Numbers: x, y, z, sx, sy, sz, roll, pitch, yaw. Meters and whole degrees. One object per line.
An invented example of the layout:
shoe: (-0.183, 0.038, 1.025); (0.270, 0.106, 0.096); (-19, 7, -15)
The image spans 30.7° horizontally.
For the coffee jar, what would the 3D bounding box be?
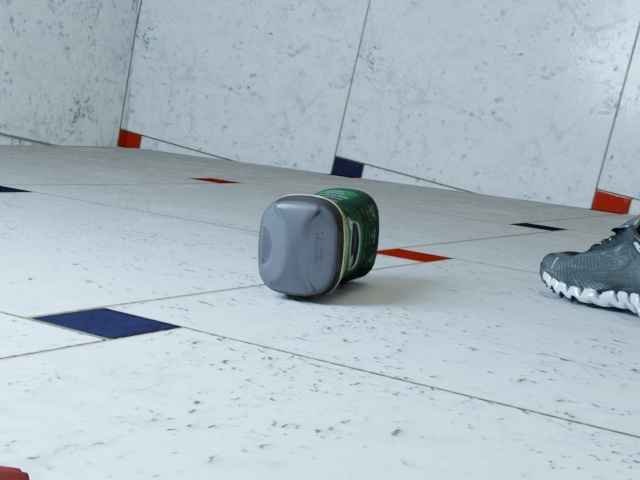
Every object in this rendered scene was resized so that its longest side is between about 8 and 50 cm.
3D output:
coffee jar: (0.000, 0.000, 1.126); (0.079, 0.096, 0.184); (5, 6, 15)

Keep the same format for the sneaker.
sneaker: (0.313, 0.021, 1.183); (0.078, 0.106, 0.234); (3, 7, -28)

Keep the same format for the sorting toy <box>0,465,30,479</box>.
sorting toy: (-0.152, 0.100, 0.431); (0.102, 0.042, 0.061); (-4, -17, 41)
